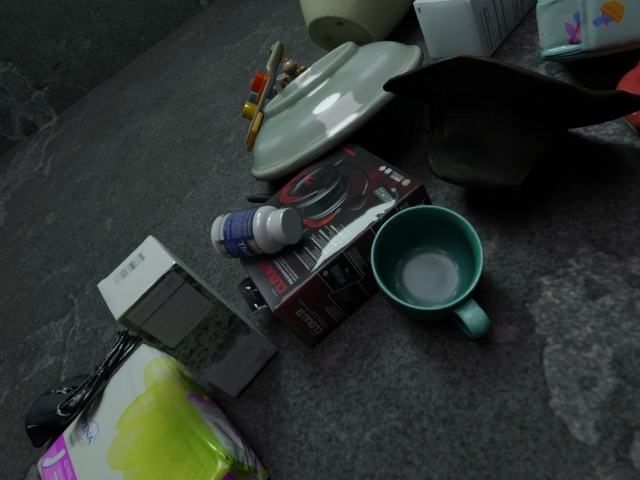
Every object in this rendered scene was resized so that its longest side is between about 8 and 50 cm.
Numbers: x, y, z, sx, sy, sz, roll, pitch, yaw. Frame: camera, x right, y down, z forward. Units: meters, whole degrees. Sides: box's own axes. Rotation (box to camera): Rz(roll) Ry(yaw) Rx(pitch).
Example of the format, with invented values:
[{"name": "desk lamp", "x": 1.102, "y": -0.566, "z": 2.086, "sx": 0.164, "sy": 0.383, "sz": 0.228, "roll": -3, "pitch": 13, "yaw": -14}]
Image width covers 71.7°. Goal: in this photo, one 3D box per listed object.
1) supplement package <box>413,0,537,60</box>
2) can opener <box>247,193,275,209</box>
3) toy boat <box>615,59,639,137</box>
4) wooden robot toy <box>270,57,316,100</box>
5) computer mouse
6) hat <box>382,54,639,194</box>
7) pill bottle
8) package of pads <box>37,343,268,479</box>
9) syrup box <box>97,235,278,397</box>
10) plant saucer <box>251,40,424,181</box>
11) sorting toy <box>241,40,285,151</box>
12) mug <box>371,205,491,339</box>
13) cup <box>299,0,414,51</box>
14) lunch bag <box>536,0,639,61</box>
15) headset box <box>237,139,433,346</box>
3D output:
[{"name": "supplement package", "x": 0.326, "y": -0.492, "z": 0.890, "sx": 0.244, "sy": 0.134, "sz": 0.139, "roll": -49, "pitch": 42, "yaw": -13}, {"name": "can opener", "x": -0.073, "y": -0.068, "z": 0.853, "sx": 0.186, "sy": 0.073, "sz": 0.059, "roll": -4, "pitch": 89, "yaw": 36}, {"name": "toy boat", "x": 0.451, "y": -0.180, "z": 0.502, "sx": 0.151, "sy": 0.151, "sz": 0.231, "roll": -23, "pitch": 43, "yaw": 17}, {"name": "wooden robot toy", "x": -0.080, "y": -0.448, "z": 1.178, "sx": 0.173, "sy": 0.079, "sz": 0.076, "roll": -20, "pitch": 44, "yaw": 18}, {"name": "computer mouse", "x": -0.399, "y": 0.232, "z": 0.733, "sx": 0.262, "sy": 0.060, "sz": 0.184, "roll": -37, "pitch": 15, "yaw": 40}, {"name": "hat", "x": 0.224, "y": -0.134, "z": 0.591, "sx": 0.331, "sy": 0.331, "sz": 0.133, "roll": 22, "pitch": 105, "yaw": 45}, {"name": "pill bottle", "x": -0.088, "y": -0.012, "z": 0.621, "sx": 0.120, "sy": 0.067, "sz": 0.067, "roll": -8, "pitch": 49, "yaw": 31}, {"name": "package of pads", "x": -0.230, "y": 0.295, "z": 0.583, "sx": 0.297, "sy": 0.101, "sz": 0.229, "roll": 25, "pitch": 70, "yaw": 45}, {"name": "syrup box", "x": -0.170, "y": 0.111, "z": 0.606, "sx": 0.093, "sy": 0.237, "sz": 0.096, "roll": -47, "pitch": 43, "yaw": -11}, {"name": "plant saucer", "x": 0.001, "y": -0.278, "z": 0.862, "sx": 0.401, "sy": 0.100, "sz": 0.400, "roll": -33, "pitch": 23, "yaw": 16}, {"name": "sorting toy", "x": -0.139, "y": -0.338, "z": 1.014, "sx": 0.347, "sy": 0.047, "sz": 0.196, "roll": -85, "pitch": 16, "yaw": -49}, {"name": "mug", "x": 0.133, "y": 0.047, "z": 0.550, "sx": 0.130, "sy": 0.097, "sz": 0.157, "roll": -4, "pitch": 68, "yaw": 12}, {"name": "cup", "x": 0.077, "y": -0.594, "z": 1.060, "sx": 0.331, "sy": 0.331, "sz": 0.236, "roll": 10, "pitch": 84, "yaw": 41}, {"name": "lunch bag", "x": 0.468, "y": -0.342, "z": 0.634, "sx": 0.279, "sy": 0.107, "sz": 0.224, "roll": -3, "pitch": 23, "yaw": 30}, {"name": "headset box", "x": 0.000, "y": 0.000, "z": 0.685, "sx": 0.293, "sy": 0.110, "sz": 0.218, "roll": -40, "pitch": 40, "yaw": -3}]
